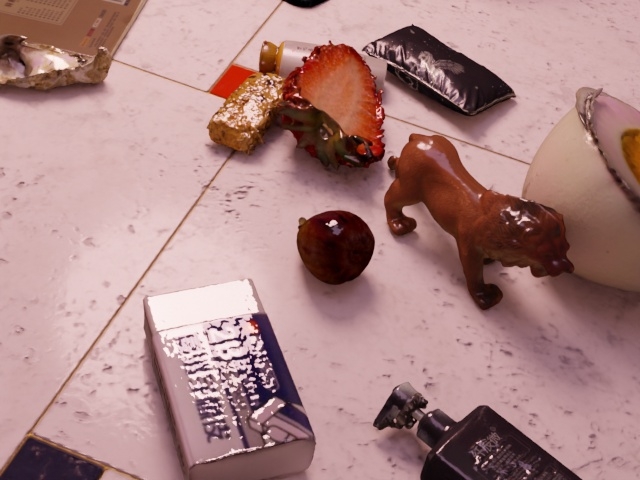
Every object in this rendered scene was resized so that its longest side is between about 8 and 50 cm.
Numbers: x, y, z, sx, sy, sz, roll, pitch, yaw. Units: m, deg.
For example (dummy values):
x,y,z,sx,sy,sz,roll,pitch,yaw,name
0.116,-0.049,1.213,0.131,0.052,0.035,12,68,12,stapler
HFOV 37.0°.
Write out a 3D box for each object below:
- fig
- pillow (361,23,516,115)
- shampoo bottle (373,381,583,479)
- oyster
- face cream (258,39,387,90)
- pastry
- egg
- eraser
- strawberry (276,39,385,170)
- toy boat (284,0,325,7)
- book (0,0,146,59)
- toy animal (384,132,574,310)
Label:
x,y,z,sx,sy,sz,roll,pitch,yaw,name
0.000,0.000,1.111,0.089,0.089,0.125,-28,31,-33,fig
0.174,-0.251,1.408,0.208,0.055,0.141,37,40,24,pillow
0.186,0.239,0.901,0.309,0.071,0.098,38,51,24,shampoo bottle
-0.390,-0.226,1.281,0.199,0.061,0.106,15,62,7,oyster
0.003,-0.249,1.371,0.182,0.051,0.072,9,48,-1,face cream
-0.091,-0.174,1.273,0.080,0.056,0.140,20,46,8,pastry
0.363,-0.032,1.153,0.286,0.174,0.264,25,40,-24,egg
-0.096,0.138,0.949,0.124,0.068,0.210,-10,48,-18,eraser
0.022,-0.169,1.279,0.167,0.087,0.208,41,36,-4,strawberry
0.000,-0.501,1.600,0.134,0.092,0.299,20,45,13,toy boat
-0.429,-0.350,1.407,0.310,0.021,0.217,13,45,1,book
0.170,-0.043,1.124,0.097,0.157,0.312,-24,56,-32,toy animal
